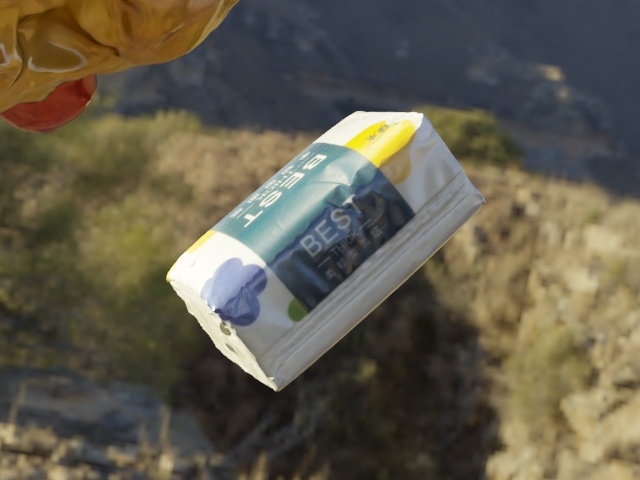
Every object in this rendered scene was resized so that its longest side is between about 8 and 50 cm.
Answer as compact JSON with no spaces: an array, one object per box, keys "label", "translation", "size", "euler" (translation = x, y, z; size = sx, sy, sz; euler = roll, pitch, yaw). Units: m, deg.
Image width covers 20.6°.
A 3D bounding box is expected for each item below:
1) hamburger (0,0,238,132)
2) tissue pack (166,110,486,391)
[{"label":"hamburger","translation":[-0.112,-0.147,0.645],"size":[0.237,0.237,0.149],"euler":[8,18,-30]},{"label":"tissue pack","translation":[0.000,0.000,0.518],"size":[0.042,0.083,0.062],"euler":[52,-9,-14]}]
